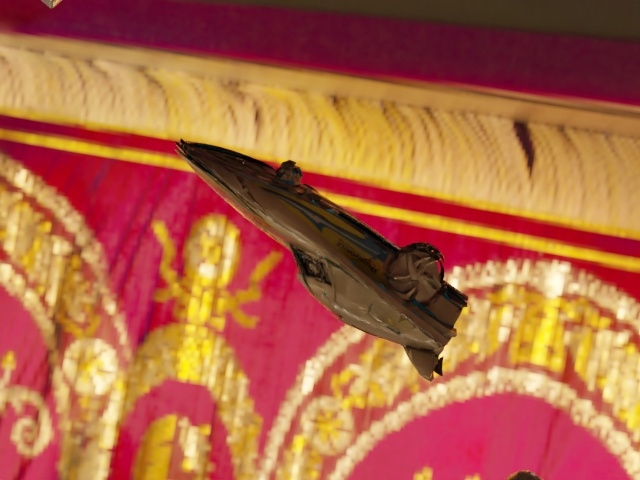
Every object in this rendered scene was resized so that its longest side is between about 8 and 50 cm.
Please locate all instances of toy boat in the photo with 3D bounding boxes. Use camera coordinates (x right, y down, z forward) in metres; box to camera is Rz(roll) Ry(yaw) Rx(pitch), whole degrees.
[{"bbox_3d":[0.000,0.000,0.760,0.210,0.066,0.084,35,172,1],"label":"toy boat"}]

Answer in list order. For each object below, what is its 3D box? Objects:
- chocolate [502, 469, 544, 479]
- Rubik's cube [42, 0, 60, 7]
[{"bbox_3d":[0.142,0.247,0.766,0.110,0.110,0.248,9,-147,-12],"label":"chocolate"},{"bbox_3d":[-0.235,-0.254,1.123,0.084,0.073,0.075,-30,124,24],"label":"Rubik's cube"}]
